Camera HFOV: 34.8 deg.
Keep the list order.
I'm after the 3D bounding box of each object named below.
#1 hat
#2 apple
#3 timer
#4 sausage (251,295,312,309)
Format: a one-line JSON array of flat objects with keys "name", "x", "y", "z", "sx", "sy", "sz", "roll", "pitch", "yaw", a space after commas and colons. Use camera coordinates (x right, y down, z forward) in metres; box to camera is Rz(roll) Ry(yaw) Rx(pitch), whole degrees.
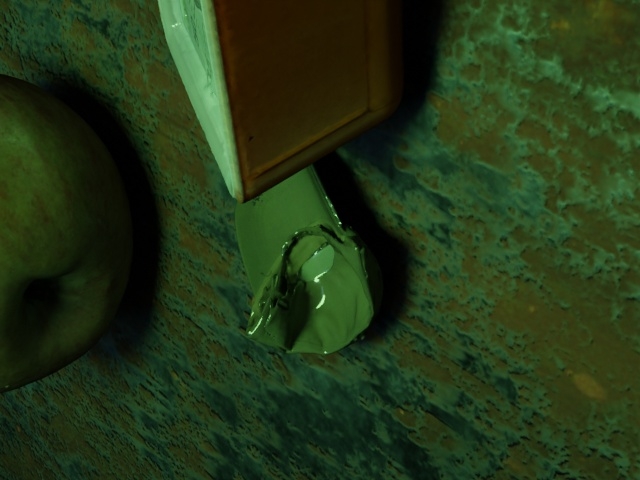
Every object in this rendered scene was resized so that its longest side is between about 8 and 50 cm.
[{"name": "hat", "x": 0.000, "y": 0.000, "z": 0.879, "sx": 0.147, "sy": 0.085, "sz": 0.175, "roll": -34, "pitch": 58, "yaw": 37}, {"name": "apple", "x": -0.341, "y": 0.003, "z": 1.053, "sx": 0.269, "sy": 0.345, "sz": 0.345, "roll": 24, "pitch": 126, "yaw": 13}, {"name": "timer", "x": -0.065, "y": -0.207, "z": 0.747, "sx": 0.250, "sy": 0.161, "sz": 0.257, "roll": 45, "pitch": 153, "yaw": 39}, {"name": "sausage", "x": -0.031, "y": 0.056, "z": 0.949, "sx": 0.083, "sy": 0.034, "sz": 0.034, "roll": -10, "pitch": 99, "yaw": 49}]
